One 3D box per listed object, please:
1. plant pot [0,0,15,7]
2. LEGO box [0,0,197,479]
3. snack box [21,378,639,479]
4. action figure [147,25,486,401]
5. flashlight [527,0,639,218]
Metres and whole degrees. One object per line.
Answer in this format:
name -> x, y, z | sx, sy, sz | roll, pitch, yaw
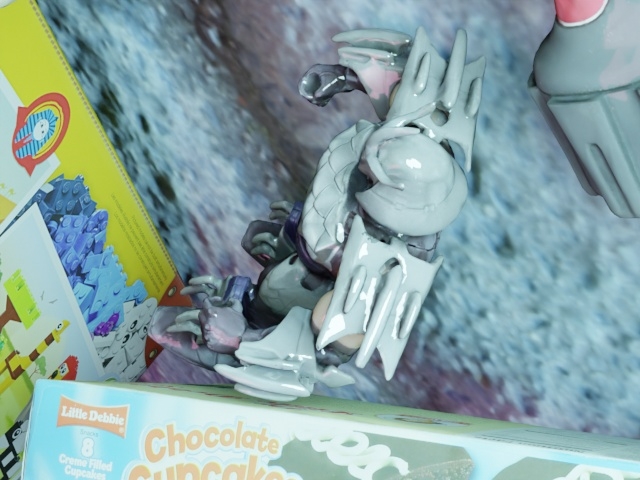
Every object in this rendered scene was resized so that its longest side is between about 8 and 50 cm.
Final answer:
plant pot -> -0.173, -0.285, 0.480 | 0.334, 0.334, 0.305 | 42, 139, 6
LEGO box -> -0.306, 0.016, 0.817 | 0.193, 0.372, 0.500 | 31, 161, 25
snack box -> 0.043, 0.112, 0.723 | 0.322, 0.060, 0.187 | 5, 176, 26
action figure -> 0.000, 0.000, 0.728 | 0.099, 0.185, 0.285 | 32, 158, -5
flashlight -> 0.066, -0.146, 0.530 | 0.304, 0.103, 0.103 | 60, 173, -25
